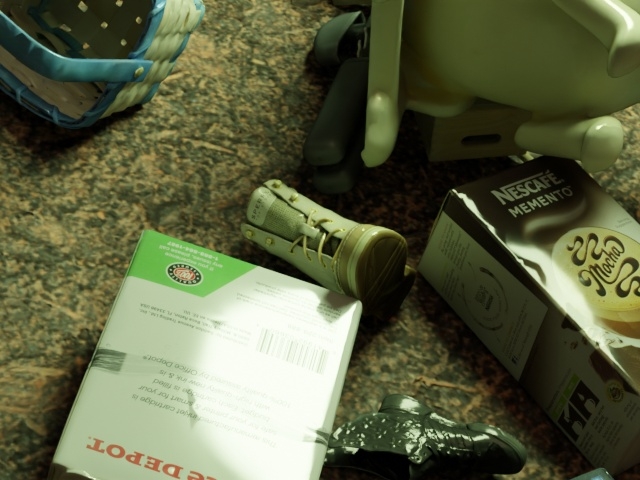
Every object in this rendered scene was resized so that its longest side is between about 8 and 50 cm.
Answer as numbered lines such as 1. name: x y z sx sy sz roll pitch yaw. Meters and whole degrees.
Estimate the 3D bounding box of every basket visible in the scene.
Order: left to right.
1. basket: -0.266 -0.229 1.803 0.255 0.201 0.289 41 16 22

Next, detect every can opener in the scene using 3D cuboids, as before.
1. can opener: 0.021 -0.156 1.976 0.095 0.076 0.283 -3 38 23

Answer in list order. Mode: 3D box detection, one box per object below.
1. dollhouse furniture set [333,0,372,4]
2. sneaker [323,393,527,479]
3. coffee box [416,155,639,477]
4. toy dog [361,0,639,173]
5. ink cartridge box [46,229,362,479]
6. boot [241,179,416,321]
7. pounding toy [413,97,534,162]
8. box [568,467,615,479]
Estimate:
1. dollhouse furniture set: 0.002 -0.361 2.146 0.184 0.129 0.129 3 36 26
2. sneaker: 0.095 0.194 1.653 0.170 0.051 0.089 21 43 7
3. coffee box: 0.257 0.065 1.791 0.168 0.119 0.297 -21 57 -35
4. toy dog: 0.257 -0.232 1.857 0.408 0.284 0.395 6 31 4
5. ink cartridge box: -0.101 0.153 1.563 0.211 0.121 0.289 20 43 -2
6. boot: 0.000 0.000 1.720 0.165 0.213 0.077 32 85 14
7. pounding toy: 0.178 -0.135 1.994 0.141 0.100 0.130 -4 47 -10
8. box: 0.204 0.308 1.571 0.233 0.059 0.183 -15 55 -33
